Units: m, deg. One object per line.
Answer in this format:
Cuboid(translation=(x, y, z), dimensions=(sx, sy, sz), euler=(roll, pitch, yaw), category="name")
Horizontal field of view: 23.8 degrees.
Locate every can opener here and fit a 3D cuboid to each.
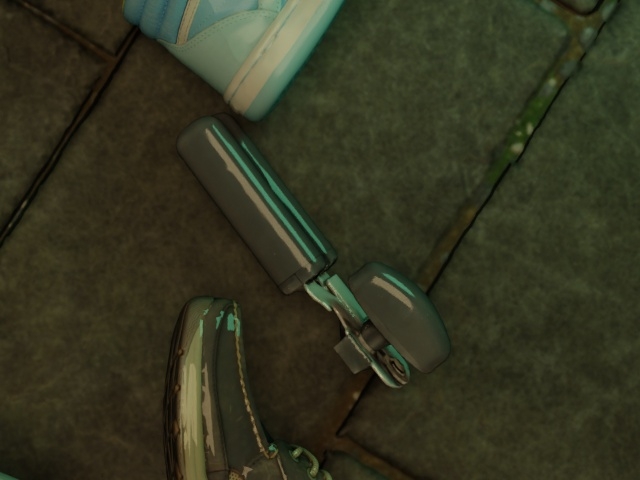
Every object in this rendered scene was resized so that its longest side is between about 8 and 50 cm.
Cuboid(translation=(0.000, 0.000, 1.265), dimensions=(0.095, 0.076, 0.283), euler=(-37, 89, 16), category="can opener")

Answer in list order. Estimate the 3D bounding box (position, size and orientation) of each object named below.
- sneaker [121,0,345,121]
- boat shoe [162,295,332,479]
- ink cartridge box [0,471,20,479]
Cuboid(translation=(-0.049, -0.281, 1.261), dimensions=(0.208, 0.127, 0.319), euler=(32, 86, -1), category="sneaker")
Cuboid(translation=(-0.055, 0.218, 1.245), dimensions=(0.130, 0.132, 0.355), euler=(-6, 96, -12), category="boat shoe")
Cuboid(translation=(-0.299, 0.278, 1.132), dimensions=(0.134, 0.078, 0.231), euler=(21, 85, 10), category="ink cartridge box")
